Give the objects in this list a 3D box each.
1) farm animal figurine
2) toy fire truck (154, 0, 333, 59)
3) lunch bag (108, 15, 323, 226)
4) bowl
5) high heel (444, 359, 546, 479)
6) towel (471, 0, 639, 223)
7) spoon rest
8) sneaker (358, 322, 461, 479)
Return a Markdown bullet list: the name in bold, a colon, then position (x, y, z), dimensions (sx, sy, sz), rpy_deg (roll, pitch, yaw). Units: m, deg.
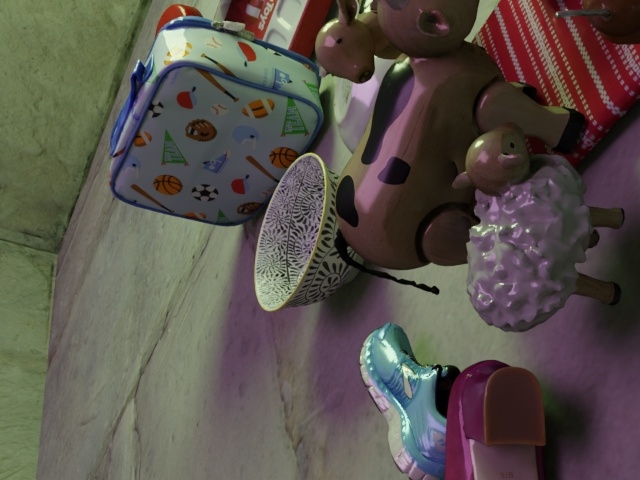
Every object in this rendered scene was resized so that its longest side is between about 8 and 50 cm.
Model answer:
- **farm animal figurine**: position (0.083, -0.122, 0.637), dimensions (0.330, 0.172, 0.327), rpy_deg (17, 94, 67)
- **toy fire truck**: position (-0.097, -0.301, 1.291), dimensions (0.254, 0.169, 0.302), rpy_deg (48, 122, 42)
- **lunch bag**: position (-0.146, -0.150, 1.166), dimensions (0.303, 0.243, 0.115), rpy_deg (-52, 32, 44)
- **bowl**: position (0.000, 0.000, 0.939), dimensions (0.170, 0.080, 0.170), rpy_deg (-46, 36, 49)
- **high heel**: position (0.109, 0.201, 0.588), dimensions (0.117, 0.082, 0.244), rpy_deg (89, 180, -80)
- **towel**: position (0.177, -0.135, 0.685), dimensions (0.275, 0.031, 0.199), rpy_deg (-55, 31, 41)
- **spoon rest**: position (0.077, -0.207, 0.928), dimensions (0.137, 0.084, 0.277), rpy_deg (-103, 23, -52)
- **sneaker**: position (0.085, 0.121, 0.713), dimensions (0.073, 0.063, 0.162), rpy_deg (-46, 36, 17)
